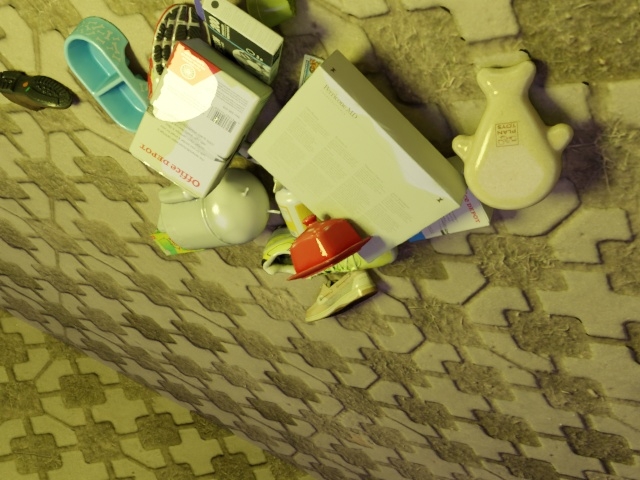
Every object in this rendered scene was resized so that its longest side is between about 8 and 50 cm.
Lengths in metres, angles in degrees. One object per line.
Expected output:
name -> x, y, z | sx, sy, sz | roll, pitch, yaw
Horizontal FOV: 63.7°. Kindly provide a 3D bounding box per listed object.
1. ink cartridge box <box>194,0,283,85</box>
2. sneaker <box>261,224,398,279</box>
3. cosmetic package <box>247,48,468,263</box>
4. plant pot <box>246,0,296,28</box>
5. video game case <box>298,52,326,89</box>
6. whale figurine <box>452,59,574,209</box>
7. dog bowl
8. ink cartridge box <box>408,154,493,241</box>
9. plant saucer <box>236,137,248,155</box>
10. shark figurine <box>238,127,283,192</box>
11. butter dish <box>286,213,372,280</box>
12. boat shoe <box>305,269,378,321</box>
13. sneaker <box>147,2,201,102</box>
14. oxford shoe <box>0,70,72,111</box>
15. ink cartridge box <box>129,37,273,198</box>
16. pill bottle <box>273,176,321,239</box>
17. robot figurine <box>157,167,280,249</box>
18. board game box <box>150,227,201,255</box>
ink cartridge box -> -0.174, -0.408, 1.019 | 0.208, 0.045, 0.206 | 34, 177, -7
sneaker -> 0.019, 0.048, 1.383 | 0.384, 0.147, 0.145 | -2, 129, 27
cosmetic package -> 0.071, -0.154, 1.076 | 0.377, 0.097, 0.284 | 43, 138, -11
plant pot -> -0.091, -0.451, 0.996 | 0.079, 0.083, 0.083 | -8, 129, 17
video game case -> 0.016, -0.338, 1.096 | 0.122, 0.011, 0.087 | 23, 139, 5
whale figurine -> 0.366, -0.199, 0.987 | 0.216, 0.141, 0.272 | -3, 106, 28
dog bowl -> -0.501, -0.392, 1.267 | 0.166, 0.074, 0.297 | -13, 126, 36
ink cartridge box -> 0.265, -0.093, 1.155 | 0.203, 0.086, 0.148 | -14, 122, 37
plant saucer -> -0.268, -0.255, 1.326 | 0.192, 0.018, 0.067 | 9, 135, 19
shark figurine -> -0.143, -0.227, 1.234 | 0.278, 0.116, 0.166 | 22, 105, -6
butter dish -> 0.000, 0.000, 1.105 | 0.160, 0.160, 0.118 | -28, 89, 44
boat shoe -> 0.048, 0.163, 1.533 | 0.302, 0.109, 0.098 | -37, 69, 47
sneaker -> -0.349, -0.403, 1.160 | 0.118, 0.107, 0.279 | 53, 135, 32
oxford shoe -> -0.773, -0.398, 1.416 | 0.227, 0.083, 0.096 | 18, 157, 11
ink cartridge box -> -0.260, -0.259, 1.115 | 0.197, 0.114, 0.273 | 34, 116, -5
pill bottle -> -0.053, -0.094, 1.311 | 0.103, 0.103, 0.184 | 1, 133, 27
robot figurine -> -0.278, -0.081, 1.365 | 0.353, 0.200, 0.300 | -7, 164, 36
board game box -> -0.451, -0.007, 1.655 | 0.181, 0.043, 0.092 | -8, 128, 34
